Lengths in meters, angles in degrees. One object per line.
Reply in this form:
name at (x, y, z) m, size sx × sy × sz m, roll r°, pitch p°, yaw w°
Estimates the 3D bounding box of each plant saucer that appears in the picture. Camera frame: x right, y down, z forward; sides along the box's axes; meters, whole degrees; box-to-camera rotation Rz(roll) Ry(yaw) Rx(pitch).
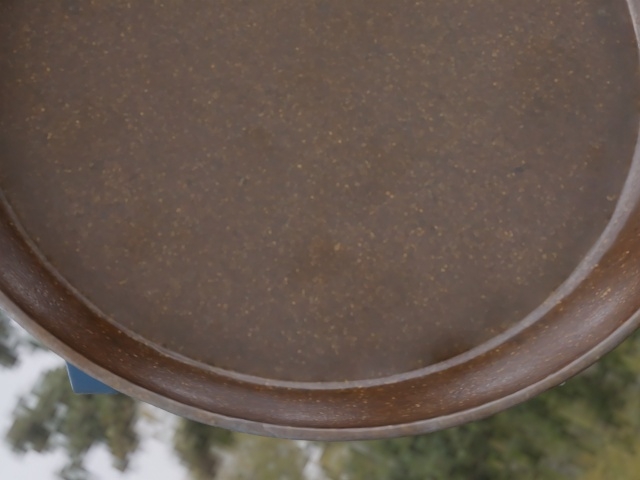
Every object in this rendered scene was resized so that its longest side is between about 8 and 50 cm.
plant saucer at (0.000, -0.038, 0.374) m, size 0.168 × 0.168 × 0.029 m, roll -58°, pitch -7°, yaw -22°

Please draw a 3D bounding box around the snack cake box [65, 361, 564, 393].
snack cake box at (0.000, 0.000, 1.019) m, size 0.152 × 0.264 × 0.089 m, roll -78°, pitch -17°, yaw -54°
